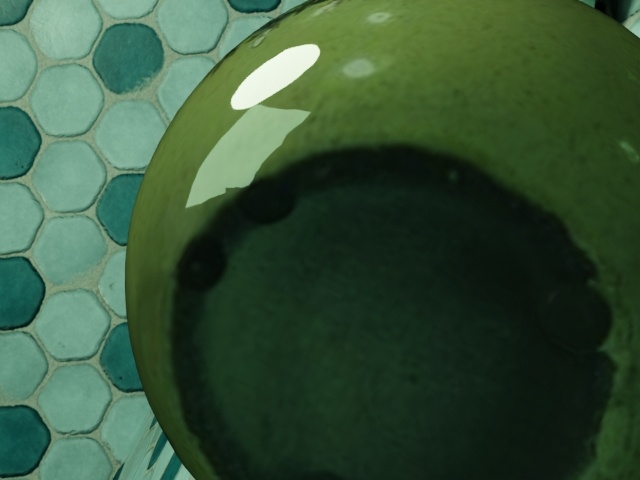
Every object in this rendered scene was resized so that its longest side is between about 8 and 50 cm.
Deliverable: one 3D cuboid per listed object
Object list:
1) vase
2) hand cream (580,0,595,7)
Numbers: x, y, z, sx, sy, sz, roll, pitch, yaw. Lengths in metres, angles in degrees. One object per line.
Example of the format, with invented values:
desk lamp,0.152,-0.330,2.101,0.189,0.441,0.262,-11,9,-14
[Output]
vase,0.096,-0.021,0.504,0.329,0.241,0.302,-28,8,22
hand cream,0.148,-0.167,0.841,0.067,0.109,0.320,57,-135,-58
